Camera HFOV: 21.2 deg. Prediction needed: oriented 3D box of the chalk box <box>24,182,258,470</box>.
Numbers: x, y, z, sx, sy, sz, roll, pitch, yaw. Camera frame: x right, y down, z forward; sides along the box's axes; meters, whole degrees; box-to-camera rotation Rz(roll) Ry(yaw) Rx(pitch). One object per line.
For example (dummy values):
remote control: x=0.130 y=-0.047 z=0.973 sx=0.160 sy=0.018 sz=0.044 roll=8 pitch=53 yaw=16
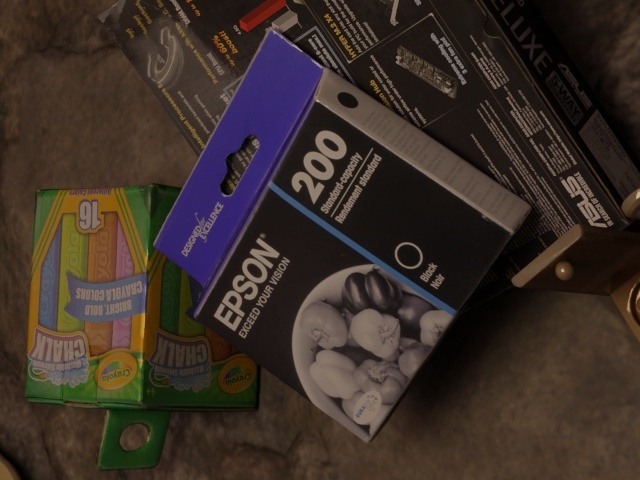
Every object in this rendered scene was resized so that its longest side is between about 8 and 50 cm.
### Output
chalk box: x=-0.134 y=0.069 z=1.310 sx=0.132 sy=0.132 sz=0.213 roll=-2 pitch=85 yaw=38

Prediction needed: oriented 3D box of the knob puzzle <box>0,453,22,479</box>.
knob puzzle: x=-0.299 y=0.263 z=1.485 sx=0.213 sy=0.030 sz=0.213 roll=-5 pitch=81 yaw=38

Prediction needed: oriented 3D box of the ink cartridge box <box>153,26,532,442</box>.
ink cartridge box: x=0.000 y=0.000 z=1.124 sx=0.208 sy=0.045 sz=0.206 roll=36 pitch=125 yaw=7

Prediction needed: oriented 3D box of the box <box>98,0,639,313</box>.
box: x=0.034 y=-0.093 z=1.136 sx=0.242 sy=0.076 sz=0.307 roll=-31 pitch=98 yaw=33

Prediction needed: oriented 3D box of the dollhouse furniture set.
dollhouse furniture set: x=0.232 y=0.044 z=1.025 sx=0.144 sy=0.123 sz=0.151 roll=-43 pitch=61 yaw=27
